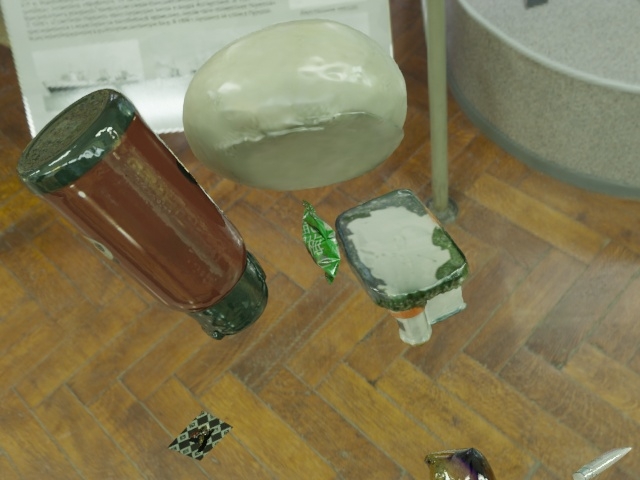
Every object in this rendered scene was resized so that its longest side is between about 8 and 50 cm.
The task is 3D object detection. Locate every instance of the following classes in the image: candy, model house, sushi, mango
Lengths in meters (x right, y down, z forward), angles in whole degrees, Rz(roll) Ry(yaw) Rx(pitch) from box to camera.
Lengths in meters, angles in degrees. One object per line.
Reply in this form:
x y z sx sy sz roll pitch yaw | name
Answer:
0.003 -0.002 1.693 0.078 0.203 0.141 -23 17 -19 | candy
0.176 0.092 1.322 0.190 0.301 0.271 -27 43 -4 | model house
-0.031 -0.168 0.834 0.295 0.295 0.185 -10 74 3 | candy
-0.287 0.455 1.569 0.120 0.126 0.026 -45 46 0 | sushi
0.349 0.623 1.545 0.153 0.201 0.287 -16 97 3 | mango

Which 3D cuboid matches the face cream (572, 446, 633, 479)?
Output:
0.441 0.346 1.035 0.115 0.038 0.020 -16 76 -28 | face cream

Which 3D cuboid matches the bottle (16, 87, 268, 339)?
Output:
-0.187 -0.010 0.792 0.144 0.336 0.144 -22 39 19 | bottle
